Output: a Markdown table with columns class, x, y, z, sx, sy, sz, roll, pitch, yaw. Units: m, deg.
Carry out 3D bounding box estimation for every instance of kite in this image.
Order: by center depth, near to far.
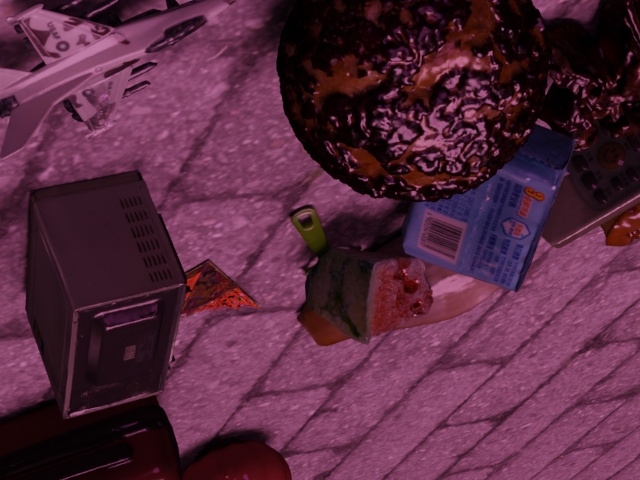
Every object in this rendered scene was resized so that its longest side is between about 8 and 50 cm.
| class | x | y | z | sx | sy | sz | roll | pitch | yaw |
| --- | --- | --- | --- | --- | --- | --- | --- | --- | --- |
| kite | -0.148 | 0.058 | 1.593 | 0.222 | 0.008 | 0.125 | -7 | 149 | -30 |

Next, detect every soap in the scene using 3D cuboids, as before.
| class | x | y | z | sx | sy | sz | roll | pitch | yaw |
| --- | --- | --- | --- | --- | --- | --- | --- | --- | --- |
| soap | 0.177 | -0.045 | 1.501 | 0.156 | 0.077 | 0.293 | 23 | 150 | 8 |

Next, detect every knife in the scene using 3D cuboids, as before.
| class | x | y | z | sx | sy | sz | roll | pitch | yaw |
| --- | --- | --- | --- | --- | --- | --- | --- | --- | --- |
| knife | 0.001 | 0.002 | 1.595 | 0.078 | 0.022 | 0.166 | -29 | 155 | 0 |

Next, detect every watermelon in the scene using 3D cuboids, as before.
| class | x | y | z | sx | sy | sz | roll | pitch | yaw |
| --- | --- | --- | --- | --- | --- | --- | --- | --- | --- |
| watermelon | 0.072 | 0.059 | 1.576 | 0.158 | 0.121 | 0.097 | 11 | 111 | -14 |

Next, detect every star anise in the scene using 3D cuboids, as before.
| class | x | y | z | sx | sy | sz | roll | pitch | yaw |
| --- | --- | --- | --- | --- | --- | --- | --- | --- | --- |
| star anise | 0.308 | -0.163 | 1.420 | 0.220 | 0.125 | 0.190 | 5 | 154 | -45 |

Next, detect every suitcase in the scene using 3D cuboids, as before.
| class | x | y | z | sx | sy | sz | roll | pitch | yaw |
| --- | --- | --- | --- | --- | --- | --- | --- | --- | --- |
| suitcase | -0.323 | 0.313 | 1.758 | 0.297 | 0.161 | 0.236 | -18 | 152 | -8 |

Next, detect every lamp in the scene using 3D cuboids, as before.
| class | x | y | z | sx | sy | sz | roll | pitch | yaw |
| --- | --- | --- | --- | --- | --- | --- | --- | --- | --- |
| lamp | -0.128 | 0.382 | 2.069 | 0.182 | 0.140 | 0.182 | -22 | 157 | -10 |

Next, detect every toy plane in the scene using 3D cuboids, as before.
| class | x | y | z | sx | sy | sz | roll | pitch | yaw |
| --- | --- | --- | --- | --- | --- | --- | --- | --- | --- |
| toy plane | -0.177 | -0.154 | 1.111 | 0.234 | 0.082 | 0.160 | -36 | 145 | -8 |

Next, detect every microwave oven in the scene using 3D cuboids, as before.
| class | x | y | z | sx | sy | sz | roll | pitch | yaw |
| --- | --- | --- | --- | --- | --- | --- | --- | --- | --- |
| microwave oven | -0.212 | 0.055 | 1.365 | 0.129 | 0.163 | 0.205 | -14 | 149 | -23 |

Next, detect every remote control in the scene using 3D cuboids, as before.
| class | x | y | z | sx | sy | sz | roll | pitch | yaw |
| --- | --- | --- | --- | --- | --- | --- | --- | --- | --- |
| remote control | 0.356 | -0.107 | 1.568 | 0.285 | 0.123 | 0.038 | -30 | 154 | 18 |

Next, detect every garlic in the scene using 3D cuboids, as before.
| class | x | y | z | sx | sy | sz | roll | pitch | yaw |
| --- | --- | --- | --- | --- | --- | --- | --- | --- | --- |
| garlic | 0.115 | 0.053 | 1.714 | 0.318 | 0.112 | 0.143 | -21 | 159 | 20 |

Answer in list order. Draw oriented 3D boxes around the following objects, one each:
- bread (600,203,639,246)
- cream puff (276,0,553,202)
| class | x | y | z | sx | sy | sz | roll | pitch | yaw |
| --- | --- | --- | --- | --- | --- | --- | --- | --- | --- |
| bread | 0.433 | -0.057 | 1.759 | 0.156 | 0.086 | 0.125 | -11 | 150 | -26 |
| cream puff | 0.080 | -0.142 | 1.162 | 0.239 | 0.165 | 0.239 | -4 | 115 | -9 |
